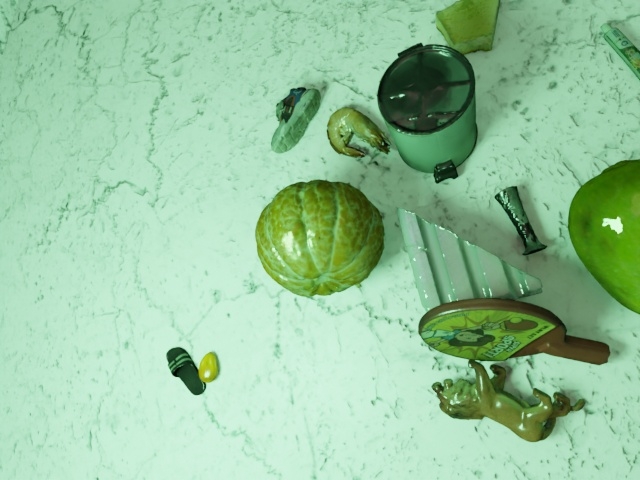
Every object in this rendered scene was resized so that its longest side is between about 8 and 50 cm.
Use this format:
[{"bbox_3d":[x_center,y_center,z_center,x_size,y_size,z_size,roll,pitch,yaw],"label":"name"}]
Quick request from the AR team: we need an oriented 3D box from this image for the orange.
[{"bbox_3d":[0.000,0.000,1.077,0.329,0.329,0.249,-18,58,17],"label":"orange"}]

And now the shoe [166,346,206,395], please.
[{"bbox_3d":[-0.419,0.396,1.308,0.071,0.049,0.179,-48,68,6],"label":"shoe"}]

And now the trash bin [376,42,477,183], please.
[{"bbox_3d":[0.273,-0.310,1.064,0.217,0.262,0.277,-17,74,17],"label":"trash bin"}]

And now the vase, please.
[{"bbox_3d":[0.487,-0.048,1.047,0.059,0.059,0.167,-24,73,15],"label":"vase"}]

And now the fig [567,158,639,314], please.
[{"bbox_3d":[0.657,-0.005,0.874,0.258,0.258,0.326,-11,89,18],"label":"fig"}]

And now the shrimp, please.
[{"bbox_3d":[0.105,-0.296,1.239,0.236,0.053,0.133,42,94,25],"label":"shrimp"}]

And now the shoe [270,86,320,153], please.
[{"bbox_3d":[-0.101,-0.380,1.303,0.125,0.099,0.227,35,88,15],"label":"shoe"}]

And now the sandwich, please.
[{"bbox_3d":[0.435,-0.596,1.171,0.193,0.058,0.162,-27,74,12],"label":"sandwich"}]

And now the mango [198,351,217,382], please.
[{"bbox_3d":[-0.334,0.379,1.284,0.060,0.046,0.089,-3,66,18],"label":"mango"}]

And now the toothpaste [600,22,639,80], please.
[{"bbox_3d":[0.748,-0.451,1.039,0.049,0.031,0.204,-33,72,14],"label":"toothpaste"}]

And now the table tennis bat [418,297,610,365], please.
[{"bbox_3d":[0.418,0.209,0.933,0.415,0.268,0.051,12,54,-4],"label":"table tennis bat"}]

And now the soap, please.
[{"bbox_3d":[0.347,0.022,1.030,0.258,0.159,0.302,-19,76,21],"label":"soap"}]

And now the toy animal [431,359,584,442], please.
[{"bbox_3d":[0.415,0.378,0.986,0.312,0.097,0.157,21,98,21],"label":"toy animal"}]
